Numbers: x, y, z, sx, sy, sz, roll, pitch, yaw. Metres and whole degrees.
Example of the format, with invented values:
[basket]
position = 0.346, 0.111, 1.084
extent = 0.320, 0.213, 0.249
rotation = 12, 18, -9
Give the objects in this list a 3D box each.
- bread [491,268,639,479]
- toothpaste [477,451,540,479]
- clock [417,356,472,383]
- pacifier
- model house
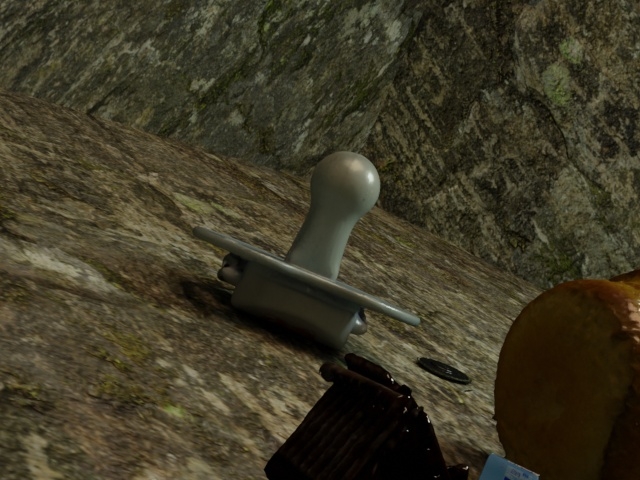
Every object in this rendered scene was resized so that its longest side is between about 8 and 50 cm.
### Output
[bread]
position = 0.287, 0.157, 1.278
extent = 0.146, 0.268, 0.268
rotation = 11, 13, -31
[toothpaste]
position = 0.127, 0.227, 0.955
extent = 0.053, 0.066, 0.272
rotation = 26, 8, 11
[clock]
position = 0.166, 0.174, 1.693
extent = 0.083, 0.010, 0.074
rotation = 16, 10, -46
[pacifier]
position = 0.000, 0.000, 1.548
extent = 0.299, 0.233, 0.244
rotation = 24, 4, -9
[model house]
position = 0.056, 0.174, 0.746
extent = 0.141, 0.164, 0.203
rotation = 12, 14, -35
